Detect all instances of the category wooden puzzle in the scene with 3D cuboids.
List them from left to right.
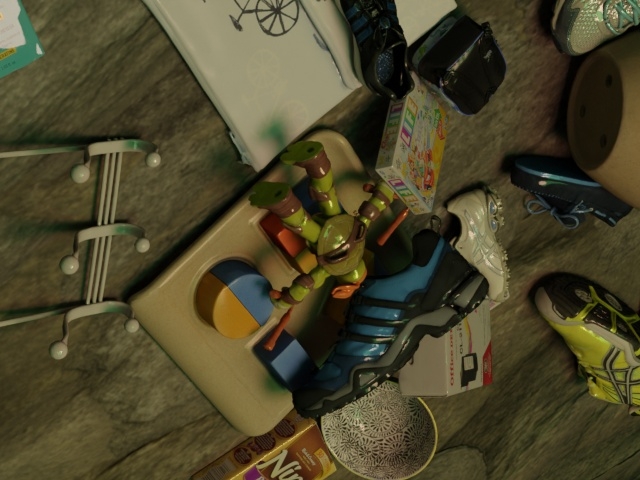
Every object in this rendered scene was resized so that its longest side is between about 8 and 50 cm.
[{"bbox_3d":[-0.033,0.073,1.672,0.348,0.080,0.322,-41,131,-7],"label":"wooden puzzle"}]

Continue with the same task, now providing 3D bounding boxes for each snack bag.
[{"bbox_3d":[-0.022,-0.289,1.504,0.342,0.037,0.323,-39,131,-8],"label":"snack bag"}]

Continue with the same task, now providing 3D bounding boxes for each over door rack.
[{"bbox_3d":[-0.336,0.011,1.420,0.324,0.108,0.240,-3,116,-32],"label":"over door rack"}]

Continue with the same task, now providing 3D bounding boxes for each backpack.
[{"bbox_3d":[0.181,-0.225,1.639,0.105,0.084,0.114,-49,142,0],"label":"backpack"}]

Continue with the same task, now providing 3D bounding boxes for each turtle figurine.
[{"bbox_3d":[0.000,0.000,1.555,0.269,0.087,0.217,-44,130,-11],"label":"turtle figurine"}]

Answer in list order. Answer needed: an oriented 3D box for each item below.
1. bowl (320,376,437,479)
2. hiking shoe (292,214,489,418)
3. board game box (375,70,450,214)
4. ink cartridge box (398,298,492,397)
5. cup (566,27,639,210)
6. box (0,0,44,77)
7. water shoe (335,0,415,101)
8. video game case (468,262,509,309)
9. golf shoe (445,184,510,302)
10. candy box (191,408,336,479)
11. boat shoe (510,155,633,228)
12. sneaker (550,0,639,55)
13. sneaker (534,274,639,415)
[{"bbox_3d":[0.092,0.255,1.840,0.080,0.170,0.170,-54,155,-63],"label":"bowl"},{"bbox_3d":[0.072,0.110,1.668,0.304,0.132,0.113,-39,173,4],"label":"hiking shoe"},{"bbox_3d":[0.119,-0.125,1.635,0.103,0.026,0.154,44,48,-41],"label":"board game box"},{"bbox_3d":[0.176,0.148,1.783,0.175,0.072,0.128,-2,90,-62],"label":"ink cartridge box"},{"bbox_3d":[0.480,-0.168,1.747,0.236,0.331,0.331,3,115,-16],"label":"cup"},{"bbox_3d":[-0.371,-0.273,1.266,0.100,0.060,0.244,-32,129,-15],"label":"box"},{"bbox_3d":[0.072,-0.259,1.507,0.073,0.080,0.203,-31,130,-16],"label":"water shoe"},{"bbox_3d":[0.231,0.061,1.885,0.087,0.011,0.122,-32,129,-14],"label":"video game case"},{"bbox_3d":[0.221,0.010,1.818,0.086,0.069,0.176,-12,109,-2],"label":"golf shoe"},{"bbox_3d":[-0.077,0.329,1.807,0.186,0.053,0.109,-33,128,-15],"label":"candy box"},{"bbox_3d":[0.372,-0.058,1.850,0.258,0.109,0.089,10,111,-35],"label":"boat shoe"},{"bbox_3d":[0.429,-0.341,1.693,0.283,0.122,0.110,-40,131,-7],"label":"sneaker"},{"bbox_3d":[0.461,0.185,2.027,0.384,0.145,0.147,32,115,-32],"label":"sneaker"}]
